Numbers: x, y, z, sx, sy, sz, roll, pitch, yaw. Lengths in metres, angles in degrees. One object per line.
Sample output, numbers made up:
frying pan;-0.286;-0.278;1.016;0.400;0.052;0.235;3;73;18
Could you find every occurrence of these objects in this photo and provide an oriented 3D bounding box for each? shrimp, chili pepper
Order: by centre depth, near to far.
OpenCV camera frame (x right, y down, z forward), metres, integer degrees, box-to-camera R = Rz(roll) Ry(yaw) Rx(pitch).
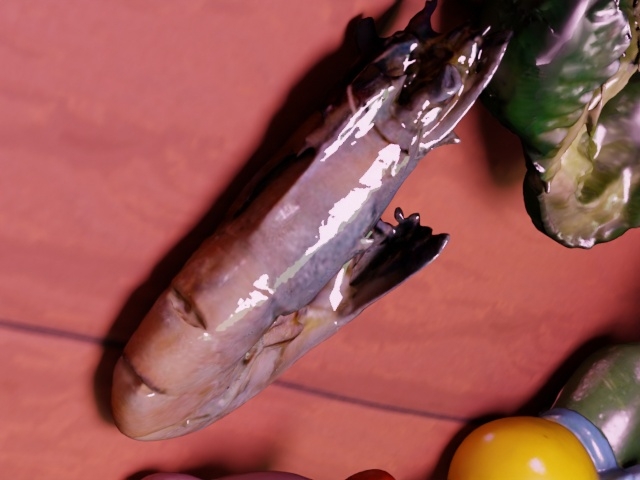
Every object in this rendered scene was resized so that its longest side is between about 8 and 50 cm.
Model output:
shrimp;0.006;0.005;1.038;0.289;0.075;0.178;-54;159;-2
chili pepper;0.148;-0.102;1.102;0.148;0.116;0.264;-40;149;0

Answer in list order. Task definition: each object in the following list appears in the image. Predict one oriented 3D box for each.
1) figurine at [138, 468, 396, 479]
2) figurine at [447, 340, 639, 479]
figurine;-0.039;0.214;1.096;0.173;0.173;0.173;-35;146;-29
figurine;0.166;0.185;1.417;0.234;0.127;0.185;-45;163;-35
